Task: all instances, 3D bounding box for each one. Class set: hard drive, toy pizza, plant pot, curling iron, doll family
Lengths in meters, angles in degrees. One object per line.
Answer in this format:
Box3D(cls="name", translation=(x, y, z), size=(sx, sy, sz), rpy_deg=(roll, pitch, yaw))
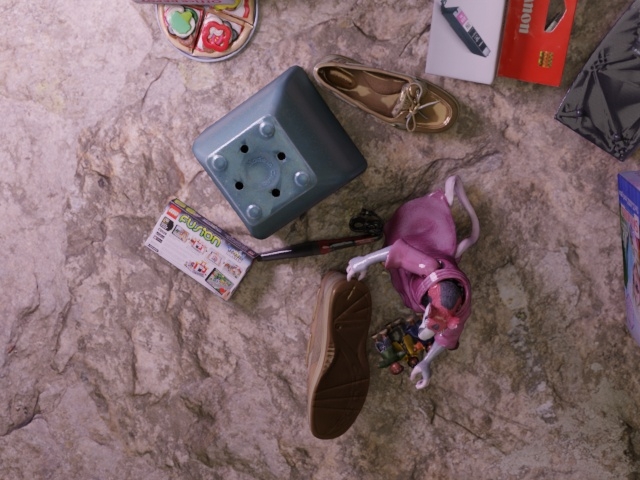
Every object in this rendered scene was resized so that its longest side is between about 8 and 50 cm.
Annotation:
Box3D(cls="hard drive", translation=(0.558, -0.290, 1.515), size=(0.172, 0.054, 0.255), rpy_deg=(32, 106, -1))
Box3D(cls="toy pizza", translation=(-0.217, -0.440, 1.583), size=(0.201, 0.032, 0.201), rpy_deg=(2, 104, 7))
Box3D(cls="plant pot", translation=(-0.087, -0.148, 1.528), size=(0.248, 0.252, 0.247), rpy_deg=(-34, 97, 13))
Box3D(cls="curling iron", translation=(0.000, 0.000, 1.669), size=(0.274, 0.035, 0.068), rpy_deg=(-17, 80, 16))
Box3D(cls="doll family", translation=(0.197, 0.199, 1.674), size=(0.193, 0.076, 0.111), rpy_deg=(-28, 95, 10))

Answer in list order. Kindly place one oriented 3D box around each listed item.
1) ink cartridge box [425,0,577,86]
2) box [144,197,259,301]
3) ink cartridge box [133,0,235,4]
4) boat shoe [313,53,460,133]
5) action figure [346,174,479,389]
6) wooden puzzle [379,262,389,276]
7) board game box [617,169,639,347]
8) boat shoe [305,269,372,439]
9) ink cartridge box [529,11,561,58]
Box3D(cls="ink cartridge box", translation=(0.319, -0.410, 1.460), size=(0.239, 0.060, 0.275), rpy_deg=(14, 118, 18))
Box3D(cls="box", translation=(-0.240, 0.019, 1.690), size=(0.207, 0.036, 0.114), rpy_deg=(35, 106, 3))
Box3D(cls="ink cartridge box", translation=(-0.263, -0.534, 1.425), size=(0.198, 0.270, 0.197), rpy_deg=(2, 89, 6))
Box3D(cls="boat shoe", translation=(0.121, -0.266, 1.556), size=(0.285, 0.089, 0.104), rpy_deg=(17, 105, 2))
Box3D(cls="action figure", translation=(0.213, 0.075, 1.483), size=(0.275, 0.370, 0.248), rpy_deg=(-31, 107, 4))
Box3D(cls="wooden puzzle", translation=(0.147, 0.038, 1.672), size=(0.049, 0.006, 0.083), rpy_deg=(42, 105, -4))
Box3D(cls="board game box", translation=(0.591, 0.058, 1.463), size=(0.066, 0.319, 0.318), rpy_deg=(-6, 102, 10))
Box3D(cls="boat shoe", translation=(0.030, 0.230, 1.685), size=(0.121, 0.110, 0.341), rpy_deg=(5, 102, -24))
Box3D(cls="ink cartridge box", translation=(0.413, -0.370, 1.515), size=(0.028, 0.048, 0.083), rpy_deg=(38, 106, -4))
